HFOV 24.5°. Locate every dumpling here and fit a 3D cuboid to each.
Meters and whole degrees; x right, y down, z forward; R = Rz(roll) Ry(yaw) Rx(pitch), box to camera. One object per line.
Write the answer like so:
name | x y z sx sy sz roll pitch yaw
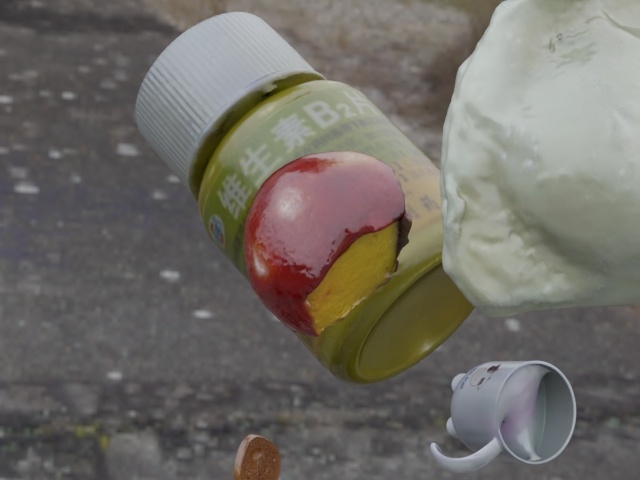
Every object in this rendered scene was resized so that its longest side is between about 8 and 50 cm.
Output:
dumpling | 0.176 -0.058 0.780 0.252 0.179 0.131 -11 -1 -13

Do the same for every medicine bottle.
medicine bottle | -0.012 -0.053 1.533 0.224 0.224 0.384 -9 48 -48

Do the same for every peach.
peach | -0.007 -0.002 1.176 0.118 0.151 0.151 4 13 -39

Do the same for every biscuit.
biscuit | -0.074 0.261 1.663 0.015 0.078 0.091 4 -25 29

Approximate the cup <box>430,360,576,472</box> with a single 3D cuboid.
cup | 0.235 0.244 1.953 0.134 0.174 0.142 30 -18 -27
